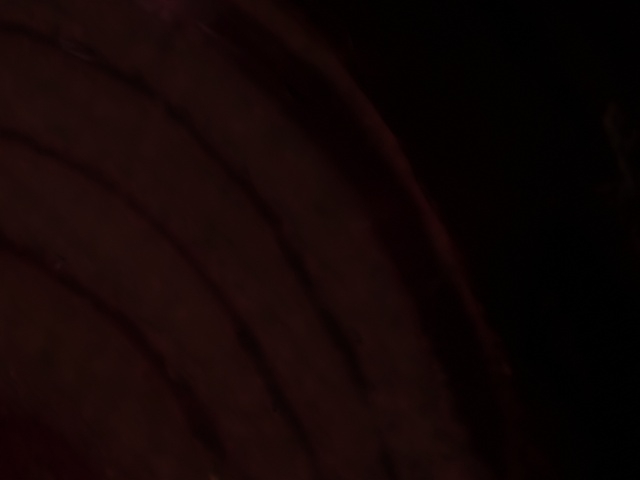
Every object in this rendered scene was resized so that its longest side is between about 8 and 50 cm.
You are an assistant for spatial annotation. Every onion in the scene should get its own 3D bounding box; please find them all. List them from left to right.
[{"bbox_3d":[0.000,0.000,0.522,0.260,0.282,0.336,-35,-23,-45],"label":"onion"}]
